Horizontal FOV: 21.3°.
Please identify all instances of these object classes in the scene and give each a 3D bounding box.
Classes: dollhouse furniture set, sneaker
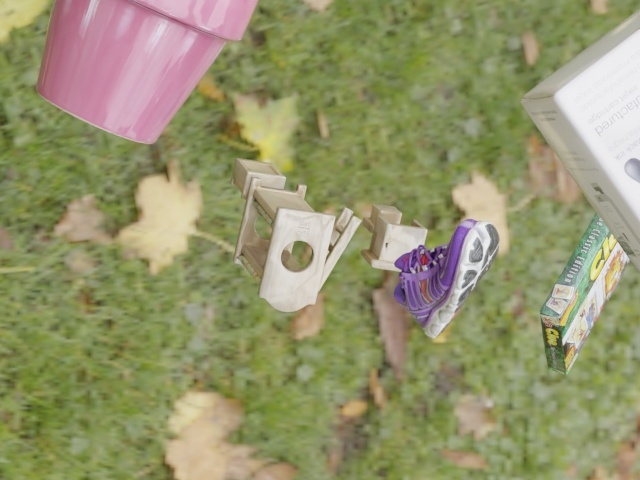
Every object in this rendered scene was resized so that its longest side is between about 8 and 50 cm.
[{"bbox_3d":[0.000,0.000,1.715,0.161,0.182,0.101,8,105,-19],"label":"dollhouse furniture set"},{"bbox_3d":[0.099,0.028,1.459,0.071,0.170,0.068,36,60,5],"label":"sneaker"}]

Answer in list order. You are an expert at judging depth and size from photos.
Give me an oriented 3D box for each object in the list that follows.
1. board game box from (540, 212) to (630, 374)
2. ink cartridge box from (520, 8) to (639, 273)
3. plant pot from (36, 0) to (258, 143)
[{"bbox_3d":[0.326,0.017,1.958,0.259,0.030,0.136,-57,151,-22],"label":"board game box"},{"bbox_3d":[0.343,-0.070,1.466,0.207,0.117,0.283,-37,97,-4],"label":"ink cartridge box"},{"bbox_3d":[-0.184,-0.202,1.661,0.201,0.201,0.180,20,101,-32],"label":"plant pot"}]
